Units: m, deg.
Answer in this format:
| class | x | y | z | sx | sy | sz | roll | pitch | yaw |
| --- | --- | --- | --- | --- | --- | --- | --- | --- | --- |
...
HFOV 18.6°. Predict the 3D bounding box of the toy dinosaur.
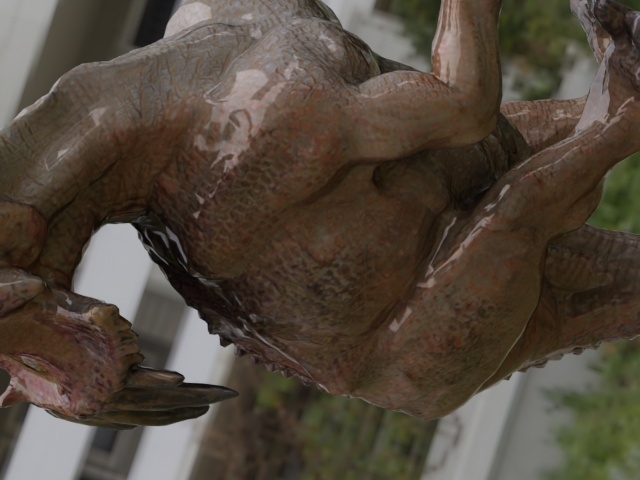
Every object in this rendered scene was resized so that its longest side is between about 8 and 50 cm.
| class | x | y | z | sx | sy | sz | roll | pitch | yaw |
| --- | --- | --- | --- | --- | --- | --- | --- | --- | --- |
| toy dinosaur | 0.000 | 0.000 | 0.560 | 0.200 | 0.295 | 0.127 | -61 | 26 | 7 |
